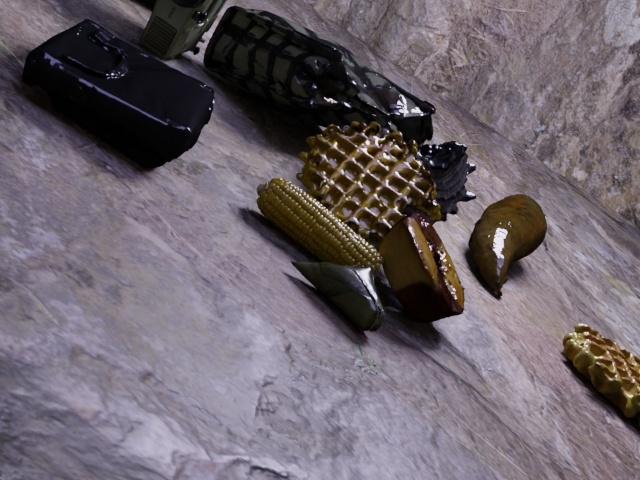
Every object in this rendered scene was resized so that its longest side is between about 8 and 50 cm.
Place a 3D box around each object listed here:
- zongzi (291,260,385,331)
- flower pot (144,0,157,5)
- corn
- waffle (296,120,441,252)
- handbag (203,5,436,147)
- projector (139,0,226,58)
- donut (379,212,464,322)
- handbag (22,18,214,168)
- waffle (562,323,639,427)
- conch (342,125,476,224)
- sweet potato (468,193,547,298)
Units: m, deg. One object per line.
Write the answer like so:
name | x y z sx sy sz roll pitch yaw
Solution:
zongzi | 0.022 0.068 1.483 0.113 0.052 0.104 13 30 -22
flower pot | -0.301 -0.549 2.304 0.148 0.235 0.235 -4 38 -34
corn | -0.004 -0.015 1.614 0.206 0.067 0.067 37 17 5
waffle | 0.076 -0.086 1.782 0.229 0.051 0.231 -4 62 -21
handbag | 0.002 -0.289 2.126 0.325 0.162 0.327 19 11 -43
projector | -0.208 -0.443 2.030 0.088 0.269 0.193 35 17 -1
donut | 0.144 0.043 1.657 0.166 0.073 0.184 56 19 -16
handbag | -0.271 -0.205 1.587 0.244 0.088 0.275 30 21 -8
waffle | 0.508 0.241 1.923 0.229 0.057 0.219 31 17 -12
conch | 0.125 -0.103 1.969 0.313 0.186 0.240 -2 26 -32
sweet potato | 0.353 -0.005 2.201 0.130 0.130 0.422 37 23 6
